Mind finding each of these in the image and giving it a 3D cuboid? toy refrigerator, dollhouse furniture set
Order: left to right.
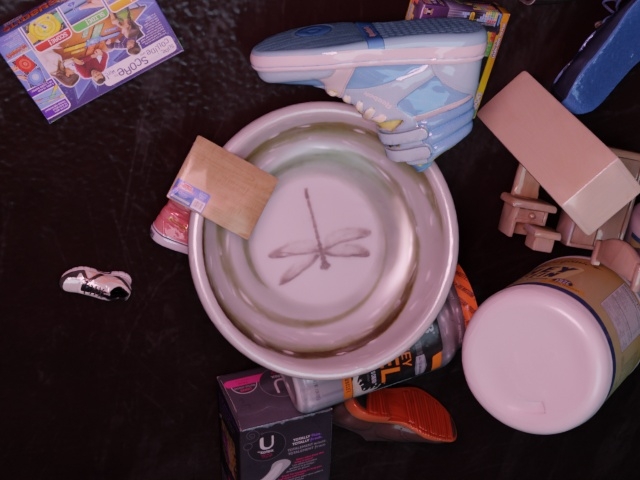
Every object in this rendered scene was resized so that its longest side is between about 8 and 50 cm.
[{"bbox_3d":[0.346,-0.131,1.508,0.102,0.269,0.094,-43,130,10],"label":"toy refrigerator"},{"bbox_3d":[0.484,-0.029,1.553,0.303,0.355,0.174,8,104,-16],"label":"dollhouse furniture set"}]

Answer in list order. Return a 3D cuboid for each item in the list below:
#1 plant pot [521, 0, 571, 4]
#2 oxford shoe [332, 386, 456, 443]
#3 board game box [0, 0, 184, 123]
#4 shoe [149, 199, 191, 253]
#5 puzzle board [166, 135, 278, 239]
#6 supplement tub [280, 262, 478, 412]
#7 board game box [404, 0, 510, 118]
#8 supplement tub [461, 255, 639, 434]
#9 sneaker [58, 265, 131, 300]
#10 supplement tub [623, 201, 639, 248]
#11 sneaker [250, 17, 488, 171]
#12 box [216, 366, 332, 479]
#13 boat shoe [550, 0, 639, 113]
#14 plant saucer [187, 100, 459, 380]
[{"bbox_3d":[0.312,-0.421,1.351,0.167,0.188,0.187,-1,125,-38],"label":"plant pot"},{"bbox_3d":[0.133,0.325,1.891,0.271,0.097,0.098,23,133,-29],"label":"oxford shoe"},{"bbox_3d":[-0.294,-0.253,1.308,0.201,0.035,0.136,-28,130,-1],"label":"board game box"},{"bbox_3d":[-0.157,-0.016,1.521,0.178,0.063,0.081,19,119,-28],"label":"shoe"},{"bbox_3d":[-0.135,-0.073,1.421,0.128,0.011,0.096,28,85,-12],"label":"puzzle board"},{"bbox_3d":[0.083,0.141,1.653,0.316,0.193,0.193,-18,129,-10],"label":"supplement tub"},{"bbox_3d":[0.180,-0.264,1.487,0.141,0.048,0.170,-1,125,-23],"label":"board game box"},{"bbox_3d":[0.381,0.150,1.616,0.316,0.228,0.228,-21,142,-57],"label":"supplement tub"},{"bbox_3d":[-0.331,0.066,1.524,0.109,0.044,0.040,2,125,-22],"label":"sneaker"},{"bbox_3d":[0.602,0.040,1.823,0.144,0.144,0.200,-10,128,-16],"label":"supplement tub"},{"bbox_3d":[0.068,-0.187,1.405,0.319,0.127,0.208,-2,119,1],"label":"sneaker"},{"bbox_3d":[-0.080,0.358,1.777,0.165,0.143,0.270,-11,127,-18],"label":"box"},{"bbox_3d":[0.438,-0.308,1.535,0.258,0.089,0.109,-41,119,2],"label":"boat shoe"},{"bbox_3d":[0.000,0.000,1.510,0.400,0.100,0.400,0,91,-14],"label":"plant saucer"}]
